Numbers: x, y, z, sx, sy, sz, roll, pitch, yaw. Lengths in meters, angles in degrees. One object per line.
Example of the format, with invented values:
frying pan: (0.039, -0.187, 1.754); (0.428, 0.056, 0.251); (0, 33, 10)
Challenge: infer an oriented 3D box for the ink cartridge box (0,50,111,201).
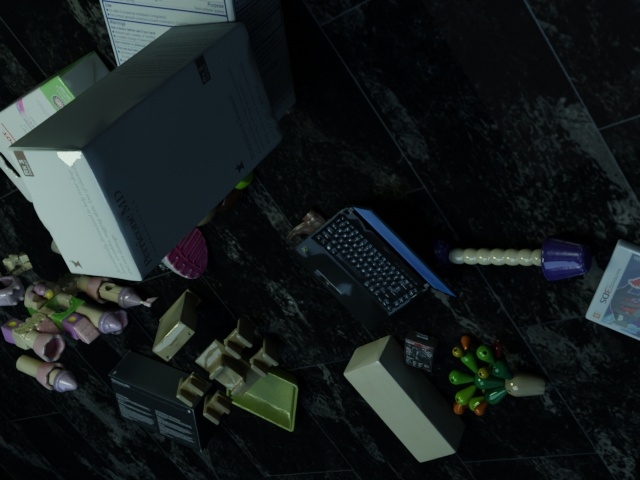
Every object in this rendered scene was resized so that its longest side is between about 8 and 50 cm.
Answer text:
ink cartridge box: (-0.533, -0.223, 1.887); (0.353, 0.119, 0.207); (-16, 117, 41)

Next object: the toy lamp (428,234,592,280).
toy lamp: (0.321, 0.030, 1.565); (0.275, 0.080, 0.080); (-2, 126, 35)

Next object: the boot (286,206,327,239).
boot: (0.000, 0.000, 1.791); (0.114, 0.037, 0.106); (39, 137, -8)

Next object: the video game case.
video game case: (0.558, 0.103, 1.510); (0.201, 0.023, 0.183); (23, 137, 16)

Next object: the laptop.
laptop: (0.093, 0.061, 1.691); (0.234, 0.136, 0.264); (45, 121, -12)

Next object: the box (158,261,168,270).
box: (-0.359, 0.025, 2.068); (0.067, 0.018, 0.083); (-25, 111, 45)

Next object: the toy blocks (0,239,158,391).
toy blocks: (-0.571, 0.168, 2.145); (0.260, 0.288, 0.309); (15, 132, 32)

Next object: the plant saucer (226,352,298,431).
plant saucer: (-0.131, 0.350, 2.187); (0.188, 0.045, 0.188); (23, 137, 16)

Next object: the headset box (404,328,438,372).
headset box: (0.203, 0.220, 1.851); (0.062, 0.032, 0.083); (17, 134, 21)

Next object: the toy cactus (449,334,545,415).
toy cactus: (0.338, 0.266, 1.771); (0.180, 0.112, 0.219); (5, 130, 6)

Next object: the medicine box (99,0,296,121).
medicine box: (-0.203, -0.335, 1.538); (0.263, 0.149, 0.289); (13, 133, 24)

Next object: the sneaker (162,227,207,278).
sneaker: (-0.344, -0.017, 1.969); (0.252, 0.103, 0.111); (49, 154, -20)

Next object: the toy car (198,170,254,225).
toy car: (-0.247, -0.087, 1.762); (0.149, 0.188, 0.155); (45, 138, -9)

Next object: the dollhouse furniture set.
dollhouse furniture set: (-0.246, 0.248, 2.084); (0.242, 0.161, 0.212); (39, 105, -16)

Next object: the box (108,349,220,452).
box: (-0.404, 0.417, 2.391); (0.261, 0.103, 0.184); (18, 138, 21)

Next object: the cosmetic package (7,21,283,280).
cosmetic package: (-0.236, -0.140, 1.335); (0.156, 0.385, 0.217); (3, 129, 32)

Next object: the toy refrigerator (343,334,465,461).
toy refrigerator: (0.180, 0.331, 1.925); (0.102, 0.094, 0.269); (-28, 109, 39)
